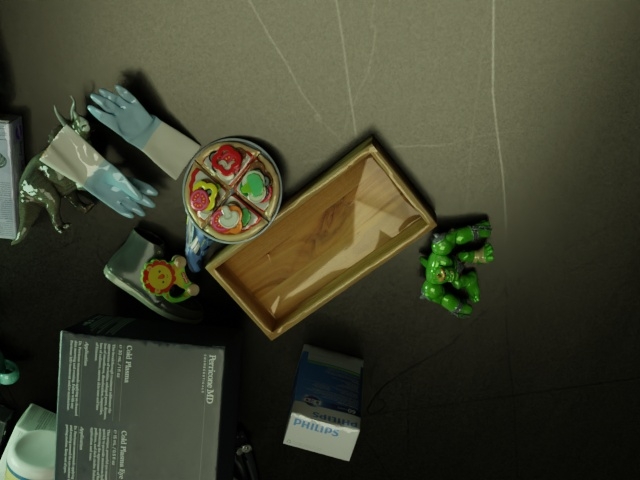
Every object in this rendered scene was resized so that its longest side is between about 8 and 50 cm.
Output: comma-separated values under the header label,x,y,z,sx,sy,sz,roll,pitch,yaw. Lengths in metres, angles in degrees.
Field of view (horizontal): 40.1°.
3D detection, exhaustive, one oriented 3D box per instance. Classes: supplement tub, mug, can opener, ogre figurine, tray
label,x,y,z,sx,sy,sz,roll,pitch,yaw
supplement tub,-0.583,0.512,1.826,0.144,0.144,0.199,13,114,-1
mug,-0.726,0.278,1.866,0.158,0.097,0.129,33,111,-10
can opener,-0.170,0.494,1.945,0.059,0.073,0.186,-31,116,-25
ogre figurine,0.259,0.056,1.703,0.118,0.097,0.197,3,130,-16
tray,0.000,0.000,1.706,0.411,0.076,0.203,-36,105,16

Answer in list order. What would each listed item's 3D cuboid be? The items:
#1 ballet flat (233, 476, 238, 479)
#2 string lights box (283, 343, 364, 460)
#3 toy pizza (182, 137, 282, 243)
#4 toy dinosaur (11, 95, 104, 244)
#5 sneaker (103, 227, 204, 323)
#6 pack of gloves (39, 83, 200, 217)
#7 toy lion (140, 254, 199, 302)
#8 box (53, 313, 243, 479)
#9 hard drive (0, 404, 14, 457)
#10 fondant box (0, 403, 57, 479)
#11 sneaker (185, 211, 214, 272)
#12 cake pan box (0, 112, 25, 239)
label,x,y,z,sx,sy,sz,roll,pitch,yaw
ballet flat,-0.199,0.571,1.923,0.096,0.095,0.280,4,132,24
string lights box,0.011,0.312,1.735,0.133,0.259,0.076,16,113,-2
toy pizza,-0.171,-0.094,1.660,0.201,0.032,0.201,0,90,14
toy dinosaur,-0.501,-0.120,1.687,0.313,0.121,0.160,-42,93,22
sneaker,-0.310,0.074,1.757,0.222,0.083,0.118,32,104,-14
pack of gloves,-0.357,-0.156,1.607,0.232,0.046,0.195,37,91,-33
toy lion,-0.299,0.078,1.716,0.096,0.034,0.100,-28,106,-16
box,-0.324,0.335,1.684,0.313,0.179,0.343,6,96,7
hard drive,-0.847,0.486,1.983,0.237,0.064,0.339,20,112,-4
fondant box,-0.553,0.544,1.967,0.330,0.096,0.238,28,113,-6
sneaker,-0.234,-0.001,1.735,0.059,0.053,0.144,6,114,0
cake pan box,-0.712,-0.132,1.709,0.267,0.070,0.245,4,111,3
